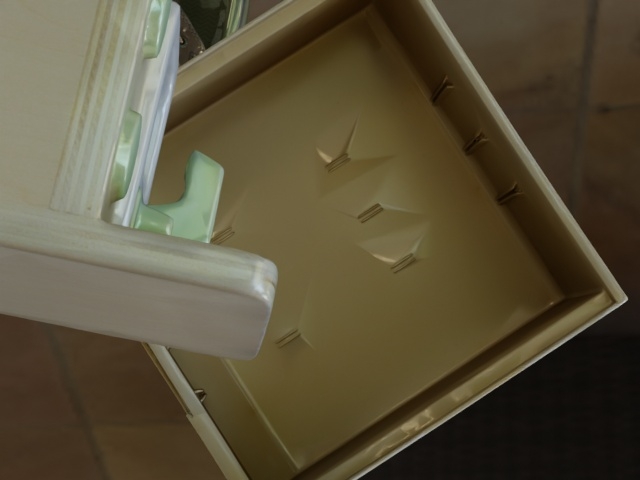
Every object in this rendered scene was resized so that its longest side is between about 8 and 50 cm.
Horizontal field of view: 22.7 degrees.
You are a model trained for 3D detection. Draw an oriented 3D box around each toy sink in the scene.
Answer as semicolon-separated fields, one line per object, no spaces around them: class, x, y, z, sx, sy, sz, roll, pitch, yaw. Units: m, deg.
toy sink;-0.123;-0.048;0.623;0.234;0.131;0.153;12;167;-2

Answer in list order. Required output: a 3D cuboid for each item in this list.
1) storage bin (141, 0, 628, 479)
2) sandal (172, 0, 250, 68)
storage bin;0.000;0.000;1.001;0.260;0.262;0.123;-33;178;-6
sandal;-0.128;-0.135;1.184;0.120;0.302;0.086;-3;162;27
